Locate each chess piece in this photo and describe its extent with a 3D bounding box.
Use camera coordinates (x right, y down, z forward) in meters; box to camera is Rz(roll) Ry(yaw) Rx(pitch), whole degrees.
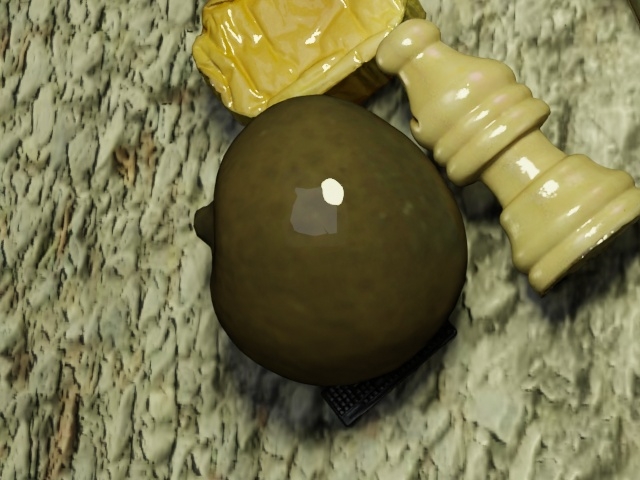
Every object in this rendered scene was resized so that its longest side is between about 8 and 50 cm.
[{"bbox_3d":[0.179,-0.105,1.716,0.307,0.124,0.139,50,122,10],"label":"chess piece"}]

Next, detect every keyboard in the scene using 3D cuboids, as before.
[{"bbox_3d":[0.071,0.129,1.785,0.155,0.010,0.053,-42,66,4],"label":"keyboard"}]

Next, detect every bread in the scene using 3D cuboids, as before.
[{"bbox_3d":[-0.010,-0.220,1.850,0.250,0.133,0.179,-35,68,10],"label":"bread"}]

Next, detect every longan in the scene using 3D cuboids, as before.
[{"bbox_3d":[0.000,0.000,1.719,0.300,0.243,0.300,-4,82,26],"label":"longan"}]

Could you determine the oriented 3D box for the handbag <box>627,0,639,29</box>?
[{"bbox_3d":[0.373,-0.300,1.742,0.182,0.117,0.270,-34,63,25],"label":"handbag"}]
